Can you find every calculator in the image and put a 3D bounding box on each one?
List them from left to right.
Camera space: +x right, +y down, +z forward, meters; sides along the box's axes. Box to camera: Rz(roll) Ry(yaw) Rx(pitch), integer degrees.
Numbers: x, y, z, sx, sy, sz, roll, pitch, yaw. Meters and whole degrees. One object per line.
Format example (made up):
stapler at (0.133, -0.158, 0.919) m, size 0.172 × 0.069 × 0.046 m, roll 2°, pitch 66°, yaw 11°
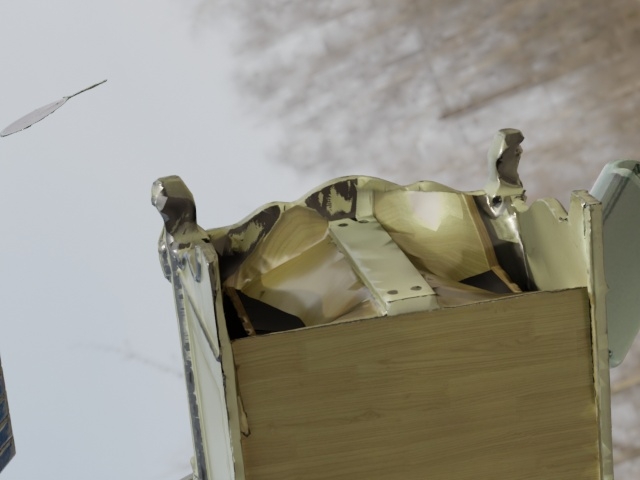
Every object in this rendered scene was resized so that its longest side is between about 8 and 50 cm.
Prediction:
calculator at (0.323, 0.027, 1.938) m, size 0.141 × 0.045 × 0.246 m, roll 40°, pitch -110°, yaw -29°

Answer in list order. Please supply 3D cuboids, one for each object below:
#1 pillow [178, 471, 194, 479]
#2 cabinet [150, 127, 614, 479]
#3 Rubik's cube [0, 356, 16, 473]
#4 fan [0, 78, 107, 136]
pillow at (-0.154, 0.363, 2.337) m, size 0.169 × 0.255 × 0.059 m, roll 48°, pitch 155°, yaw 30°
cabinet at (0.046, 0.111, 1.247) m, size 0.227 × 0.290 × 0.318 m, roll -126°, pitch 29°, yaw -71°
Rubik's cube at (-0.519, 0.222, 2.047) m, size 0.237 × 0.238 × 0.237 m, roll -54°, pitch -20°, yaw -37°
fan at (-0.294, -0.147, 1.935) m, size 0.005 × 0.133 × 0.085 m, roll 63°, pitch 177°, yaw -16°
